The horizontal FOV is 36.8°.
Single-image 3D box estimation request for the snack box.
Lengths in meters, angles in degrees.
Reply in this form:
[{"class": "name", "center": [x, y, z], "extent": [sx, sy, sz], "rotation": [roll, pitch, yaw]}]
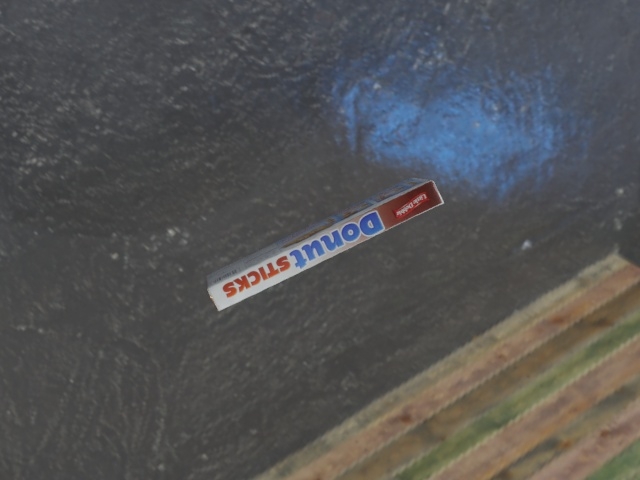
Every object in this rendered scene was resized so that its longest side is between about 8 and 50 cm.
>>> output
[{"class": "snack box", "center": [0.000, 0.000, 0.707], "extent": [0.178, 0.064, 0.022], "rotation": [-26, 98, -4]}]
